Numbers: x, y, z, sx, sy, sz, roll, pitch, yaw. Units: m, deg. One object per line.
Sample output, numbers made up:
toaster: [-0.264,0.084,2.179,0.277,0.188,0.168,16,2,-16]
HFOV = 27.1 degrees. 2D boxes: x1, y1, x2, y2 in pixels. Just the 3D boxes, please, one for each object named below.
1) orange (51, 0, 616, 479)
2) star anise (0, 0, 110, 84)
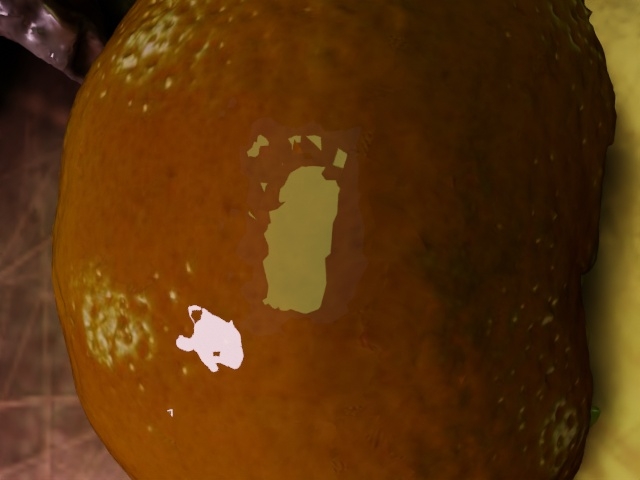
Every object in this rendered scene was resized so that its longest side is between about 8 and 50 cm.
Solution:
orange: [-0.003,-0.003,0.437,0.179,0.158,0.237,5,86,34]
star anise: [-0.165,-0.157,0.536,0.236,0.109,0.223,28,96,16]
